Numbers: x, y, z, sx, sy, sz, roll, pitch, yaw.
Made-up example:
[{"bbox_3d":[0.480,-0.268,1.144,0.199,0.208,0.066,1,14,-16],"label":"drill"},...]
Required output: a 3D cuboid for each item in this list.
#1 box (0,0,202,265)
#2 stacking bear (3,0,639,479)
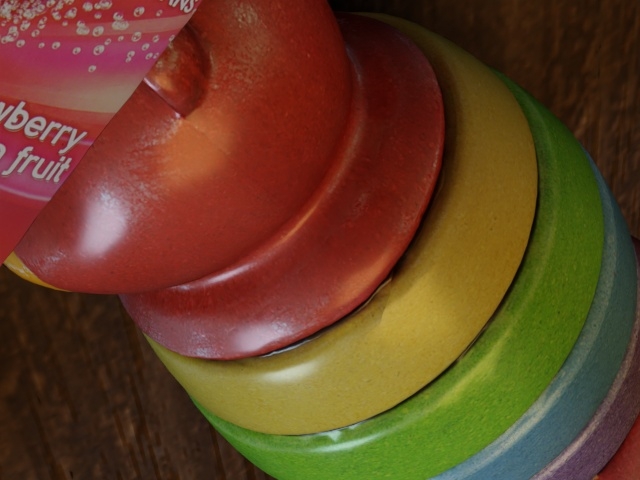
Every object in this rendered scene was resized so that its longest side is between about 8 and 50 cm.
[{"bbox_3d":[-0.152,-0.090,0.339,0.128,0.122,0.257,-50,143,13],"label":"box"},{"bbox_3d":[0.000,0.000,0.552,0.164,0.175,0.289,-42,137,7],"label":"stacking bear"}]
